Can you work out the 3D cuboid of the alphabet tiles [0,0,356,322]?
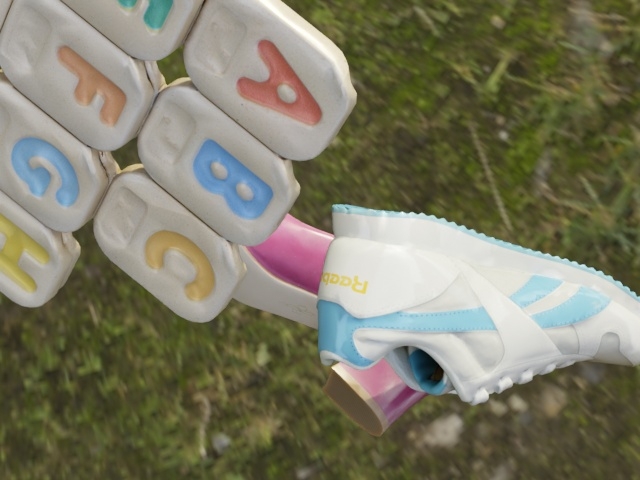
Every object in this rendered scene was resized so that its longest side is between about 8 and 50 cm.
[{"bbox_3d":[-0.125,-0.093,0.752,0.278,0.021,0.284,39,135,5],"label":"alphabet tiles"}]

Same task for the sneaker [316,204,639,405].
[{"bbox_3d":[0.092,0.046,1.024,0.229,0.087,0.092,15,86,-32],"label":"sneaker"}]

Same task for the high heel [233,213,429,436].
[{"bbox_3d":[0.000,0.000,1.146,0.117,0.082,0.244,-39,75,-24],"label":"high heel"}]
